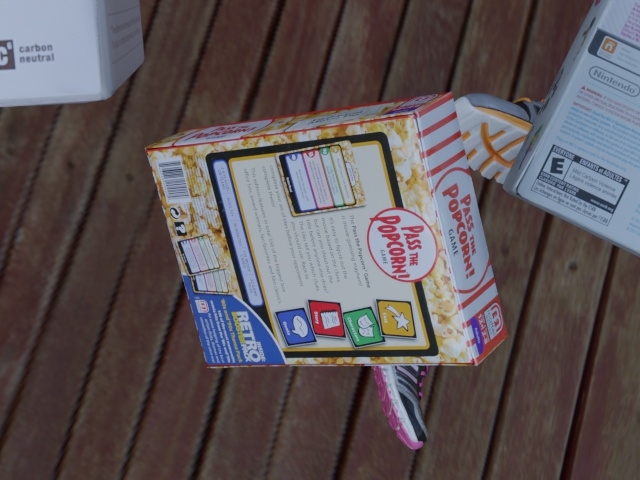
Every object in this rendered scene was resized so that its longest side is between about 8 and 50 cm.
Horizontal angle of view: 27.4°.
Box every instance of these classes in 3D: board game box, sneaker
[{"bbox_3d":[0.000,0.000,0.764,0.194,0.045,0.146,-3,108,35],"label":"board game box"},{"bbox_3d":[0.291,-0.121,0.883,0.224,0.097,0.303,26,94,2],"label":"board game box"},{"bbox_3d":[0.095,0.135,1.394,0.075,0.063,0.170,-12,65,-9],"label":"sneaker"},{"bbox_3d":[0.206,-0.091,1.163,0.215,0.084,0.083,18,65,-26],"label":"sneaker"}]

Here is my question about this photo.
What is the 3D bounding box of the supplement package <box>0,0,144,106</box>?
[{"bbox_3d":[-0.161,-0.193,0.436,0.175,0.177,0.292,-4,101,-3],"label":"supplement package"}]
